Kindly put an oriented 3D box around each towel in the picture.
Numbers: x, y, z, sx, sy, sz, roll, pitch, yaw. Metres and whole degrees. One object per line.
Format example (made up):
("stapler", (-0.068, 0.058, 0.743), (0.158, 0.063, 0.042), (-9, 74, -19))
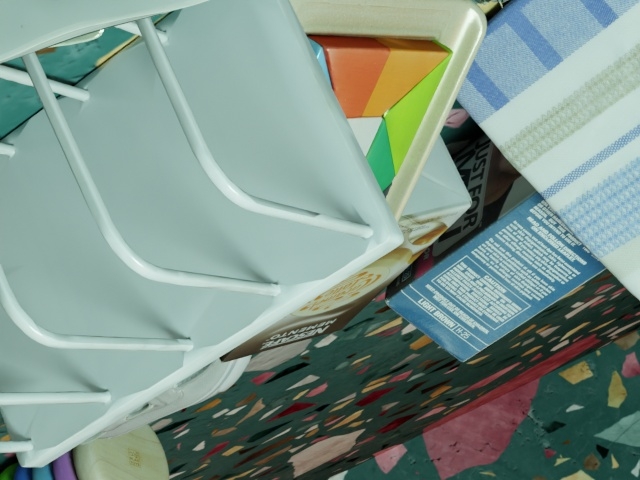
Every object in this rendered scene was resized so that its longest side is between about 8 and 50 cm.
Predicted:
("towel", (0.246, -0.085, 1.072), (0.209, 0.285, 0.034), (-39, -172, 36))

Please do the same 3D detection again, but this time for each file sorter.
("file sorter", (-0.139, -0.021, 0.784), (0.277, 0.193, 0.173), (-32, 160, 21))

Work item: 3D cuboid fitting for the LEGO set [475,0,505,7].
("LEGO set", (0.144, -0.186, 1.007), (0.054, 0.023, 0.083), (-12, 159, -42))

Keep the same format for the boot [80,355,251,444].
("boot", (-0.181, 0.141, 1.403), (0.258, 0.095, 0.123), (-37, 168, 36))

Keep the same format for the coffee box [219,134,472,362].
("coffee box", (0.000, 0.000, 1.235), (0.141, 0.098, 0.246), (-13, 160, -33))

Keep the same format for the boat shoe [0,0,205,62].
("boat shoe", (-0.129, -0.118, 0.647), (0.219, 0.078, 0.070), (-7, -171, 6))

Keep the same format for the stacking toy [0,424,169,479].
("stacking toy", (-0.337, 0.311, 1.671), (0.330, 0.141, 0.141), (-28, 165, 27))

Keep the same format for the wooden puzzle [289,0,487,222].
("wooden puzzle", (0.004, -0.065, 0.970), (0.238, 0.044, 0.221), (-5, 126, -49))

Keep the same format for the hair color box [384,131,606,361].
("hair color box", (0.215, -0.056, 1.248), (0.347, 0.105, 0.174), (-38, -157, 37))
